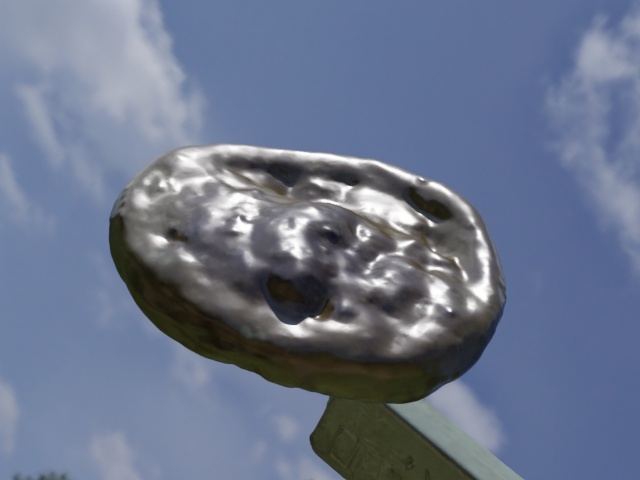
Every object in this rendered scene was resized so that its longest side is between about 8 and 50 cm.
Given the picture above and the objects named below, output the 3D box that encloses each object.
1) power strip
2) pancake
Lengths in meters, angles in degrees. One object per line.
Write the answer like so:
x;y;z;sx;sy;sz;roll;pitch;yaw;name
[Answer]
0.083;0.191;1.307;0.288;0.053;0.093;38;-58;20;power strip
0.000;0.000;0.893;0.242;0.242;0.050;32;-51;25;pancake
